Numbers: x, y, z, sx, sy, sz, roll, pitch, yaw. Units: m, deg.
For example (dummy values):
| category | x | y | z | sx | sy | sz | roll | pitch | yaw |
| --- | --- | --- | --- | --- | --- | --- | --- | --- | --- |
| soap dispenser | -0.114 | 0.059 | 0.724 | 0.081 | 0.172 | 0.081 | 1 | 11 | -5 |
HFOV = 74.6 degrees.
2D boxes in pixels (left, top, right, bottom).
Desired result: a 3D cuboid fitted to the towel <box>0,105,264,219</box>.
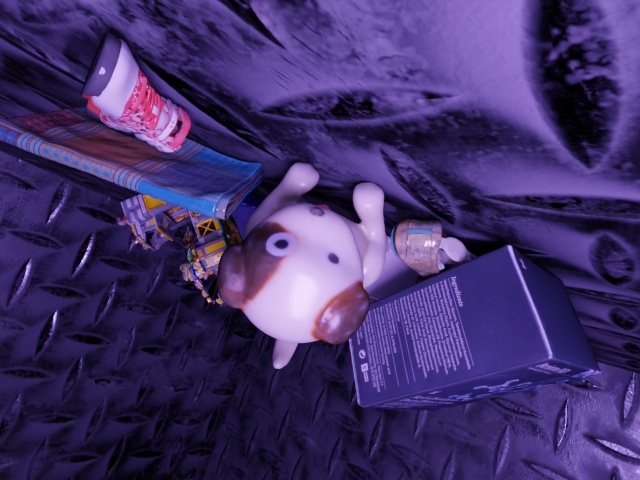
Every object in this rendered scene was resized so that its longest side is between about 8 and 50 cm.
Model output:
| category | x | y | z | sx | sy | sz | roll | pitch | yaw |
| --- | --- | --- | --- | --- | --- | --- | --- | --- | --- |
| towel | -0.298 | -0.151 | 0.730 | 0.370 | 0.040 | 0.271 | 21 | -156 | -2 |

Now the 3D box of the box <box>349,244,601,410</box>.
| category | x | y | z | sx | sy | sz | roll | pitch | yaw |
| --- | --- | --- | --- | --- | --- | --- | --- | --- | --- |
| box | 0.304 | 0.213 | 0.889 | 0.294 | 0.211 | 0.395 | 22 | 139 | -40 |

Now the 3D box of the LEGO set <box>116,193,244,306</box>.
| category | x | y | z | sx | sy | sz | roll | pitch | yaw |
| --- | --- | --- | --- | --- | --- | --- | --- | --- | --- |
| LEGO set | -0.271 | 0.022 | 0.879 | 0.192 | 0.254 | 0.331 | -24 | 170 | -3 |

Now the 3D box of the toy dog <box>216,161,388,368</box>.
| category | x | y | z | sx | sy | sz | roll | pitch | yaw |
| --- | --- | --- | --- | --- | --- | --- | --- | --- | --- |
| toy dog | -0.041 | 0.051 | 0.757 | 0.285 | 0.395 | 0.408 | 31 | 178 | 3 |

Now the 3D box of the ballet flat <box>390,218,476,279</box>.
| category | x | y | z | sx | sy | sz | roll | pitch | yaw |
| --- | --- | --- | --- | --- | --- | --- | --- | --- | --- |
| ballet flat | 0.271 | 0.045 | 0.899 | 0.123 | 0.123 | 0.348 | 12 | 168 | 39 |

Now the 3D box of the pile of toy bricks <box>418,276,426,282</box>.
| category | x | y | z | sx | sy | sz | roll | pitch | yaw |
| --- | --- | --- | --- | --- | --- | --- | --- | --- | --- |
| pile of toy bricks | 0.371 | 0.150 | 1.184 | 0.212 | 0.105 | 0.118 | 22 | 148 | 3 |

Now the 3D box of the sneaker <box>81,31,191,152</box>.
| category | x | y | z | sx | sy | sz | roll | pitch | yaw |
| --- | --- | --- | --- | --- | --- | --- | --- | --- | --- |
| sneaker | -0.252 | -0.199 | 0.608 | 0.145 | 0.090 | 0.270 | 23 | 173 | -28 |

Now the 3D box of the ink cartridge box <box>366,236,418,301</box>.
| category | x | y | z | sx | sy | sz | roll | pitch | yaw |
| --- | --- | --- | --- | --- | --- | --- | --- | --- | --- |
| ink cartridge box | 0.150 | 0.089 | 1.178 | 0.168 | 0.171 | 0.233 | 21 | 171 | -8 |

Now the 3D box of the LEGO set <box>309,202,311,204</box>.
| category | x | y | z | sx | sy | sz | roll | pitch | yaw |
| --- | --- | --- | --- | --- | --- | --- | --- | --- | --- |
| LEGO set | 0.000 | 0.000 | 1.141 | 0.182 | 0.060 | 0.244 | 47 | 169 | -3 |

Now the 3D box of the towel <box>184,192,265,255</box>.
| category | x | y | z | sx | sy | sz | roll | pitch | yaw |
| --- | --- | --- | --- | --- | --- | --- | --- | --- | --- |
| towel | -0.247 | -0.023 | 1.217 | 0.228 | 0.076 | 0.308 | 18 | 134 | -17 |
